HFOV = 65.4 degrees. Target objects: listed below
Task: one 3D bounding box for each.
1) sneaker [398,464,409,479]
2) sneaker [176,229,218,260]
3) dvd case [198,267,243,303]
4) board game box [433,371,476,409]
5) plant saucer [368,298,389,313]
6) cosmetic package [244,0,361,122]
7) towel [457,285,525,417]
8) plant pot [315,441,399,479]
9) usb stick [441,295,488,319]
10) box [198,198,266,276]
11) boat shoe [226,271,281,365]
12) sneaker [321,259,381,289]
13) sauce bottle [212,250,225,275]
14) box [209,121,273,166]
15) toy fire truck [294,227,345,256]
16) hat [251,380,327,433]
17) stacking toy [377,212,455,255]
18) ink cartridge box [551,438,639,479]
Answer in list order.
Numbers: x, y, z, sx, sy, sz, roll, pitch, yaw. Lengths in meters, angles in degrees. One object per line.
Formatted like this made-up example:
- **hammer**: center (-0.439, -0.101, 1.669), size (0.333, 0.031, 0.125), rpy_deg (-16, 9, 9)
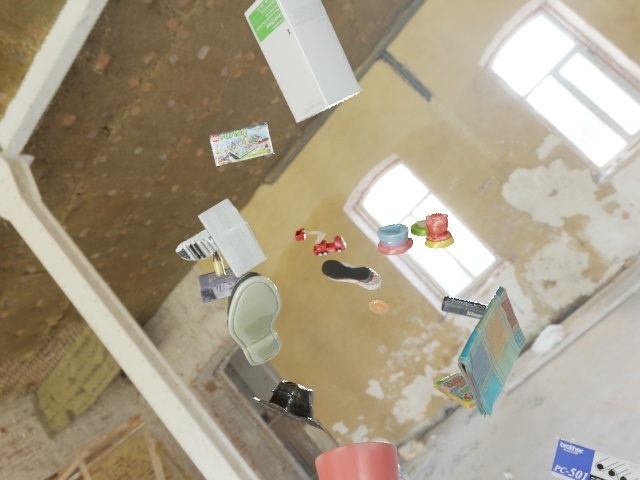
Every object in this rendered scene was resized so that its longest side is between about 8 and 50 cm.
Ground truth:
- **sneaker**: center (0.285, 0.868, 1.749), size (0.085, 0.237, 0.086), rpy_deg (-9, 35, 12)
- **sneaker**: center (-0.490, -0.004, 2.186), size (0.291, 0.118, 0.110), rpy_deg (-21, -48, -1)
- **dvd case**: center (-0.491, 0.217, 2.490), size (0.221, 0.165, 0.018), rpy_deg (-14, -36, -9)
- **board game box**: center (0.551, 0.577, 1.940), size (0.124, 0.039, 0.259), rpy_deg (-18, 5, -16)
- **plant saucer**: center (0.238, 0.271, 2.038), size (0.083, 0.083, 0.013), rpy_deg (-52, 12, 41)
- **cosmetic package**: center (-0.052, -0.573, 1.516), size (0.155, 0.366, 0.197), rpy_deg (-32, 12, -31)
- **towel**: center (0.596, 0.374, 1.706), size (0.040, 0.272, 0.370), rpy_deg (-3, 34, 47)
- **plant pot**: center (0.131, 0.791, 1.553), size (0.274, 0.243, 0.275), rpy_deg (-7, -37, -5)
- **usb stick**: center (0.615, 0.277, 1.965), size (0.045, 0.277, 0.077), rpy_deg (-68, -12, -53)
- **box**: center (-0.293, -0.010, 1.656), size (0.119, 0.181, 0.182), rpy_deg (-32, -49, -11)
- **boat shoe**: center (-0.158, 0.160, 1.134), size (0.127, 0.113, 0.340), rpy_deg (-27, -34, -14)
- **sneaker**: center (0.142, 0.160, 2.246), size (0.145, 0.269, 0.090), rpy_deg (35, -113, -51)
- **sauce bottle**: center (-0.472, 0.099, 2.289), size (0.042, 0.128, 0.042), rpy_deg (-13, 0, 0)
- **box**: center (-0.279, -0.338, 1.768), size (0.206, 0.114, 0.036), rpy_deg (-14, 1, 0)
- **toy fire truck**: center (0.000, 0.000, 2.121), size (0.191, 0.135, 0.047), rpy_deg (-11, 35, 15)
- **hat**: center (-0.100, 0.623, 1.937), size (0.331, 0.331, 0.134), rpy_deg (110, -177, -68)
- **stacking toy**: center (0.380, -0.061, 2.072), size (0.308, 0.131, 0.280), rpy_deg (-10, 22, 6)
- **ink cartridge box**: center (0.749, 0.627, 1.354), size (0.097, 0.207, 0.046), rpy_deg (-60, -43, -27)
